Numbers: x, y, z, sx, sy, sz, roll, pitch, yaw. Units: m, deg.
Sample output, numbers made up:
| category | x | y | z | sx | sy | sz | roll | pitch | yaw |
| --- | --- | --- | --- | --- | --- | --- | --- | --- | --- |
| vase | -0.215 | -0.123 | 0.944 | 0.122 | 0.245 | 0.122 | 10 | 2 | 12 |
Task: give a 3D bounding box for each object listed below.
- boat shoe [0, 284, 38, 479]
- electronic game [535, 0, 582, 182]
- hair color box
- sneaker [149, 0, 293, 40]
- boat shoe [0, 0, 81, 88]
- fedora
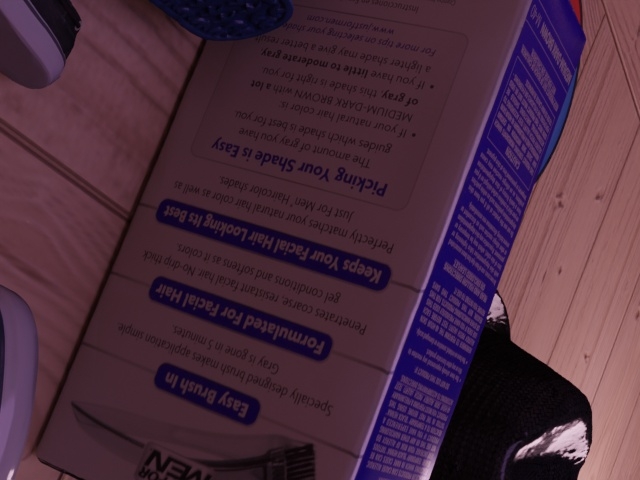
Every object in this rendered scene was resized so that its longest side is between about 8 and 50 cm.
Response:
| category | x | y | z | sx | sy | sz | roll | pitch | yaw |
| --- | --- | --- | --- | --- | --- | --- | --- | --- | --- |
| boat shoe | -0.193 | 0.117 | 0.437 | 0.076 | 0.083 | 0.226 | 34 | 75 | -59 |
| electronic game | 0.183 | -0.144 | 0.954 | 0.229 | 0.048 | 0.229 | -32 | 130 | -48 |
| hair color box | 0.000 | 0.000 | 0.593 | 0.110 | 0.185 | 0.339 | 37 | 73 | -59 |
| sneaker | -0.079 | -0.173 | 0.478 | 0.232 | 0.081 | 0.090 | 38 | 40 | -68 |
| boat shoe | -0.142 | -0.124 | 0.445 | 0.040 | 0.049 | 0.142 | -64 | 155 | -26 |
| fedora | 0.149 | 0.189 | 0.956 | 0.334 | 0.152 | 0.334 | -32 | 130 | -48 |
